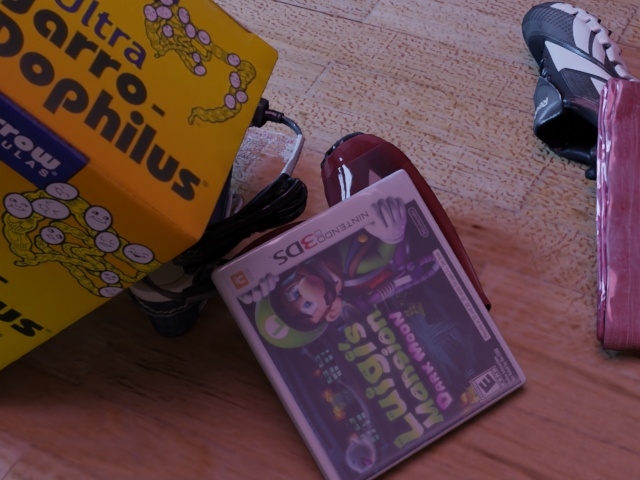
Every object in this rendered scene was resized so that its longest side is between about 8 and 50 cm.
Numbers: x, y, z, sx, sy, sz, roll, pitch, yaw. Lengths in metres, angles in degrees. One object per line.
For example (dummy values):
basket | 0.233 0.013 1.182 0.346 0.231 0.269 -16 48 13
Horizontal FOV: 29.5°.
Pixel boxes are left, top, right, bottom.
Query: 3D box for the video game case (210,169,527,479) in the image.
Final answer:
video game case | 0.038 0.066 0.909 0.173 0.022 0.190 -29 86 -17

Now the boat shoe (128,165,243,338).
boat shoe | -0.116 -0.033 1.053 0.095 0.079 0.255 -3 50 2

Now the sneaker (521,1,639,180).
sneaker | 0.228 -0.135 1.097 0.106 0.078 0.234 -20 50 -13

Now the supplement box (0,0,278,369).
supplement box | -0.231 -0.055 0.886 0.356 0.194 0.195 -31 31 42

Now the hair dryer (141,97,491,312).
hair dryer | 0.000 0.000 0.982 0.293 0.080 0.224 19 57 2

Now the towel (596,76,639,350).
towel | 0.384 -0.020 0.955 0.328 0.037 0.237 2 66 8
